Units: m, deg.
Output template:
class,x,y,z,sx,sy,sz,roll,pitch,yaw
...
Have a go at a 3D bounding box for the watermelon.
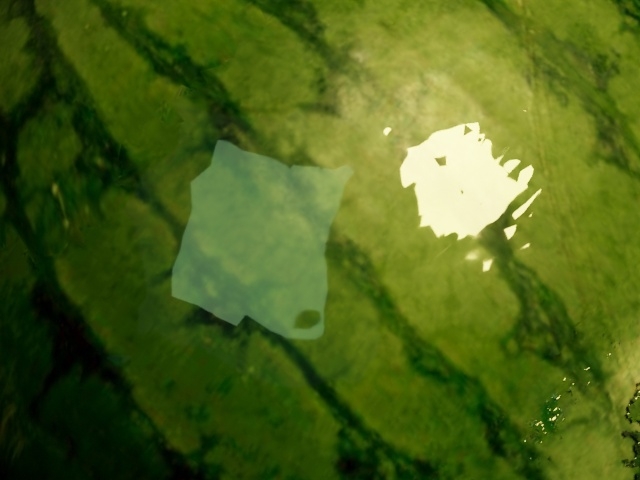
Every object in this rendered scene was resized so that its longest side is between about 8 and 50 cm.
class,x,y,z,sx,sy,sz,roll,pitch,yaw
watermelon,0.003,0.004,0.474,0.242,0.242,0.242,-2,85,18
